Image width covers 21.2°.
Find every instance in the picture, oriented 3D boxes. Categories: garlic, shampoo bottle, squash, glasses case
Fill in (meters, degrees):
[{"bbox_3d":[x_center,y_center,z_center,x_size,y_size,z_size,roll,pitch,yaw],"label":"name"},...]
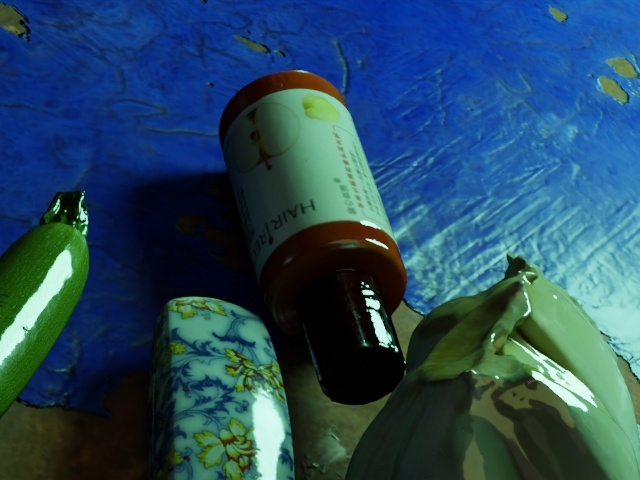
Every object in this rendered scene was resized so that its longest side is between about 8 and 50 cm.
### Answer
[{"bbox_3d":[0.113,0.155,1.059,0.203,0.184,0.281,51,15,-12],"label":"garlic"},{"bbox_3d":[0.000,0.000,1.230,0.104,0.104,0.278,5,41,-22],"label":"shampoo bottle"},{"bbox_3d":[-0.202,0.058,1.088,0.066,0.066,0.252,25,38,3],"label":"squash"},{"bbox_3d":[-0.064,0.132,1.070,0.086,0.065,0.248,11,38,-14],"label":"glasses case"}]
